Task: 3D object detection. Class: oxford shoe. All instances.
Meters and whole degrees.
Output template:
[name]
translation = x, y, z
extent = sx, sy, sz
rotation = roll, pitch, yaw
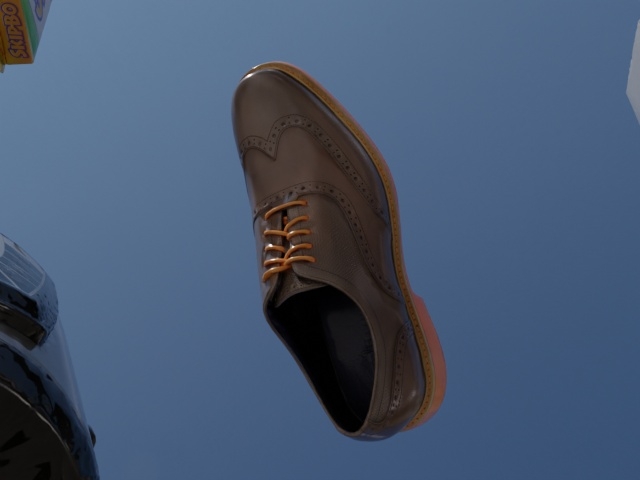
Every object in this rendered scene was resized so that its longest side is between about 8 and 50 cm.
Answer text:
[oxford shoe]
translation = 0.000, 0.000, 0.897
extent = 0.130, 0.133, 0.363
rotation = -30, -102, 25

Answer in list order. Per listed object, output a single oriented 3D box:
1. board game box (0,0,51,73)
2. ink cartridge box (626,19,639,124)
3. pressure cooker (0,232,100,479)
[board game box]
translation = -0.286, -0.278, 0.981
extent = 0.039, 0.259, 0.124
rotation = -1, -49, -1
[ink cartridge box]
translation = 0.362, -0.031, 0.653
extent = 0.223, 0.129, 0.307
rotation = -20, -110, 7
[pressure cooker]
translation = -0.397, 0.153, 0.878
extent = 0.376, 0.420, 0.369
rotation = -17, -67, -13
